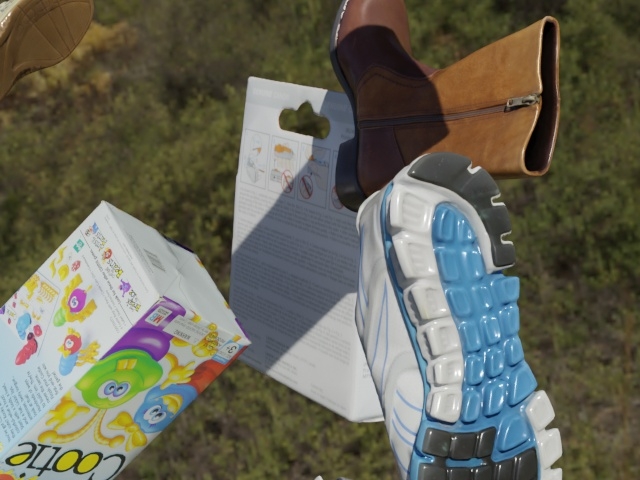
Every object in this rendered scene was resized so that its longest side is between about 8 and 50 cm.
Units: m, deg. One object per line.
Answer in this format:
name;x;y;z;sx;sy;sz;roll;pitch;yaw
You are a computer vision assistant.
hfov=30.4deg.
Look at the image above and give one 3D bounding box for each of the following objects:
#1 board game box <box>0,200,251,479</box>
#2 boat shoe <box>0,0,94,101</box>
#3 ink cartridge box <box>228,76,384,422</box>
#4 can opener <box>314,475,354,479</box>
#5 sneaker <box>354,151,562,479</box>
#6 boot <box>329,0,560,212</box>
board game box;-0.228;0.125;1.132;0.275;0.144;0.142;-44;-40;10
boat shoe;-0.419;-0.257;1.553;0.089;0.105;0.285;13;47;41
ink cartridge box;0.000;0.000;1.489;0.091;0.385;0.308;-2;12;-34
can opener;-0.045;0.396;1.480;0.093;0.280;0.074;21;37;-24
sneaker;0.053;0.060;0.528;0.071;0.191;0.083;-3;-5;-25
boot;0.115;-0.169;1.146;0.096;0.264;0.280;17;-17;-30
